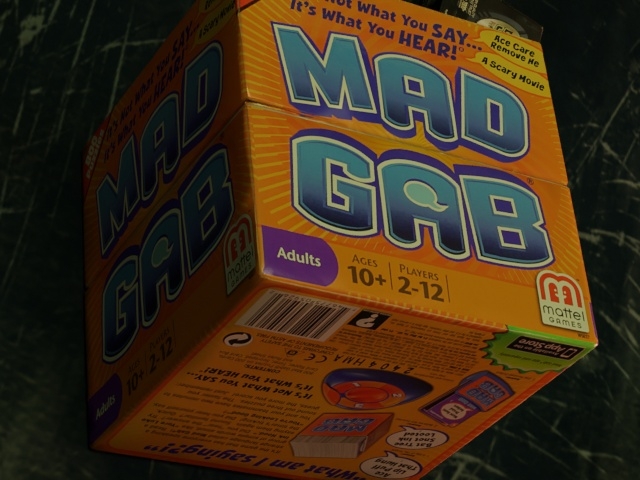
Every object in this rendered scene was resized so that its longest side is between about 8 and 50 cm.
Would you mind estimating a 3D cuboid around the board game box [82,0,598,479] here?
[{"bbox_3d":[0.000,0.000,1.781,0.356,0.356,0.356,13,54,-28],"label":"board game box"}]

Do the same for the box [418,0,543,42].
[{"bbox_3d":[0.186,-0.227,2.261,0.147,0.077,0.180,32,47,-15],"label":"box"}]
